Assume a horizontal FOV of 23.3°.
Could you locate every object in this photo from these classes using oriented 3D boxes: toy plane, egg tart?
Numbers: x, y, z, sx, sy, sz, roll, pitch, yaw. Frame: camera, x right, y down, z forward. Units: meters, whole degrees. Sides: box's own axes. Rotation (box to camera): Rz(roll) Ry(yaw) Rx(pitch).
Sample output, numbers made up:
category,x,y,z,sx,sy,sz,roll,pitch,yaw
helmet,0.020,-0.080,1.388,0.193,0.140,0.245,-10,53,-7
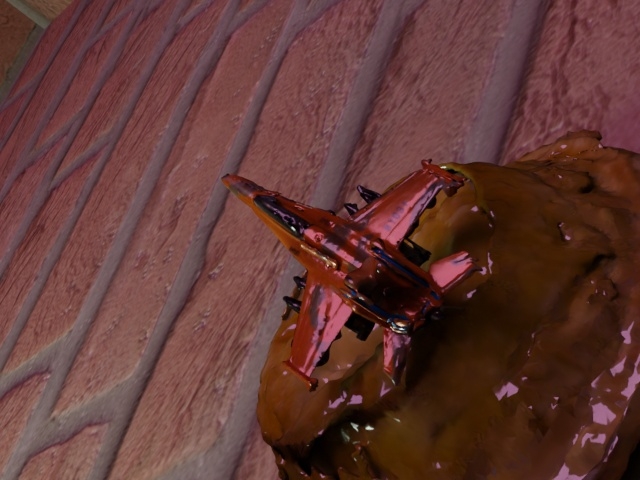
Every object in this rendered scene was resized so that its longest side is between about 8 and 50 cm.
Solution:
category,x,y,z,sx,sy,sz,roll,pitch,yaw
toy plane,0.007,0.005,0.827,0.135,0.062,0.188,-55,35,-2
egg tart,0.069,0.062,0.885,0.341,0.129,0.341,-42,23,22
